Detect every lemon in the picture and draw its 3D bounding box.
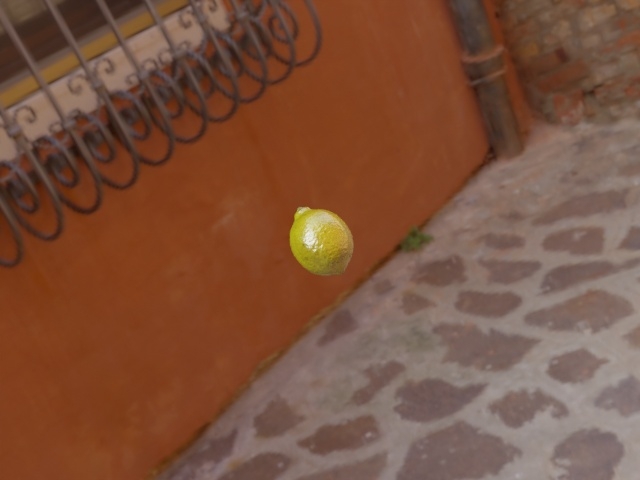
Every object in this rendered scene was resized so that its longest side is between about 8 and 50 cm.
[{"bbox_3d":[0.000,0.000,1.002,0.062,0.083,0.062,-34,-11,-8],"label":"lemon"}]
